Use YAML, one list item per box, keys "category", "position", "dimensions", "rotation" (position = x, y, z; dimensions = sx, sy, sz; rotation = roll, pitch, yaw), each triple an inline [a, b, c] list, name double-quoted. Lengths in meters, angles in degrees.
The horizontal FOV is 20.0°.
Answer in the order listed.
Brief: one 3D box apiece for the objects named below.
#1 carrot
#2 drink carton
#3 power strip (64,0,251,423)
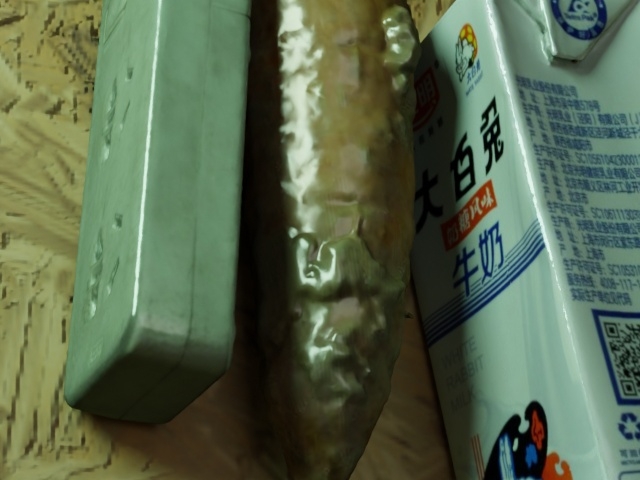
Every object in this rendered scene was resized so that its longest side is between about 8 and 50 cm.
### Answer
- category: "carrot"
  position: [0.000, 0.000, 0.842]
  dimensions: [0.102, 0.102, 0.263]
  rotation: [11, 62, -21]
- category: "drink carton"
  position: [0.122, 0.035, 0.858]
  dimensions: [0.106, 0.130, 0.315]
  rotation: [2, 63, -26]
- category: "power strip"
  position: [-0.070, -0.062, 0.837]
  dimensions: [0.053, 0.093, 0.288]
  rotation: [13, 60, -21]
